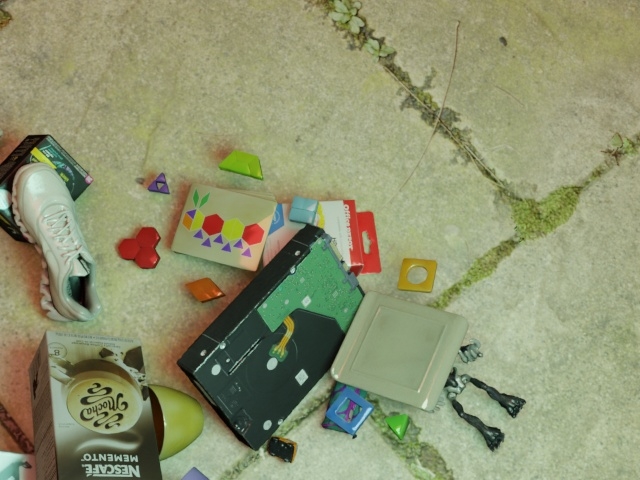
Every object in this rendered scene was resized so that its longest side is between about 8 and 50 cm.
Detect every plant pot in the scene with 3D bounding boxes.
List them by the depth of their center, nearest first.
[{"bbox_3d":[-0.256,0.308,1.752,0.095,0.134,0.134,0,69,-37],"label":"plant pot"}]

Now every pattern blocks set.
[{"bbox_3d":[-0.178,-0.026,1.862,0.325,0.026,0.285,22,79,16],"label":"pattern blocks set"}]

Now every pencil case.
[{"bbox_3d":[0.055,0.271,1.831,0.065,0.070,0.151,29,67,-22],"label":"pencil case"}]

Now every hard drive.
[{"bbox_3d":[-0.068,0.166,1.778,0.064,0.237,0.339,23,63,45],"label":"hard drive"}]

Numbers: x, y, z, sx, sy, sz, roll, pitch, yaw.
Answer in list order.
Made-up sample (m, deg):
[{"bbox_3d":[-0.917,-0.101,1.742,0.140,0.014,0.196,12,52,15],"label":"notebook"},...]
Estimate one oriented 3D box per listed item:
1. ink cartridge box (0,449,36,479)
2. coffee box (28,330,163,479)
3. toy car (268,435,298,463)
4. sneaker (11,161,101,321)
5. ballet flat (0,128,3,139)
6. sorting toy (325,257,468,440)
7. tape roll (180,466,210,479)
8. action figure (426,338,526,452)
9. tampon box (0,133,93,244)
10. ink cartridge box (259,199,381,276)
[{"bbox_3d":[-0.485,0.458,1.621,0.275,0.060,0.238,14,69,-26],"label":"ink cartridge box"},{"bbox_3d":[-0.365,0.300,1.650,0.168,0.119,0.297,8,43,-29],"label":"coffee box"},{"bbox_3d":[-0.057,0.402,1.800,0.041,0.060,0.122,-2,87,-55],"label":"toy car"},{"bbox_3d":[-0.440,0.006,1.757,0.110,0.118,0.292,-24,109,-31],"label":"sneaker"},{"bbox_3d":[-0.680,-0.064,1.807,0.147,0.147,0.408,22,70,-1],"label":"ballet flat"},{"bbox_3d":[0.140,0.192,1.792,0.196,0.047,0.347,16,67,24],"label":"sorting toy"},{"bbox_3d":[-0.236,0.463,1.659,0.080,0.189,0.189,39,70,6],"label":"tape roll"},{"bbox_3d":[0.232,0.244,1.835,0.276,0.141,0.164,36,81,3],"label":"action figure"},{"bbox_3d":[-0.513,-0.092,1.827,0.120,0.101,0.161,48,67,-28],"label":"tampon box"},{"bbox_3d":[0.000,0.000,1.911,0.231,0.078,0.134,-4,72,-9],"label":"ink cartridge box"}]
